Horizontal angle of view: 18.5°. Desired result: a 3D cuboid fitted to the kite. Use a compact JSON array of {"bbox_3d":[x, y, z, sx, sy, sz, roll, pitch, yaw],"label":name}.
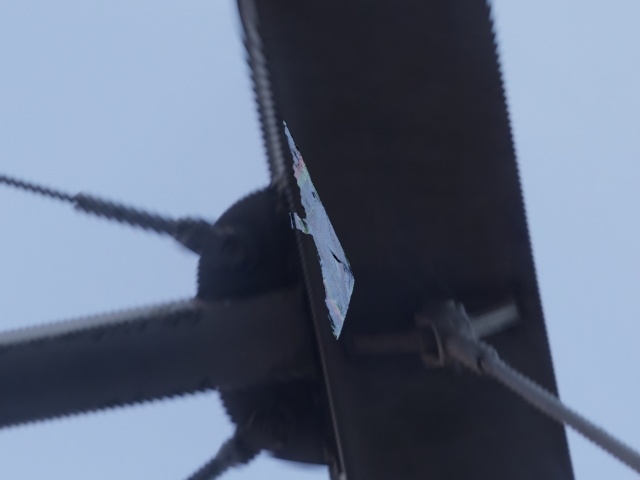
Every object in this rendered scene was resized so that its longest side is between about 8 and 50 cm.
[{"bbox_3d":[0.000,0.000,0.942,0.004,0.090,0.122,-21,-115,12],"label":"kite"}]
